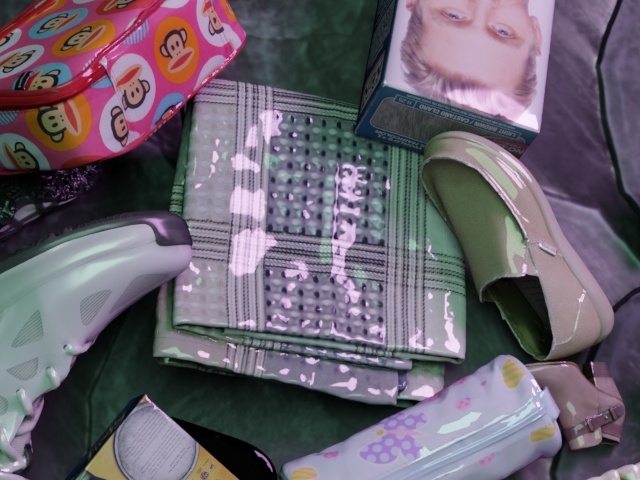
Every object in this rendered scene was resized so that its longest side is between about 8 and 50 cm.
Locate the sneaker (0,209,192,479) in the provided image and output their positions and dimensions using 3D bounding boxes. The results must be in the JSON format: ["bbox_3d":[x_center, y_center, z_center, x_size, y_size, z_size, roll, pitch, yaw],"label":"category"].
[{"bbox_3d":[-0.281,0.166,1.511,0.447,0.169,0.257,-29,81,3],"label":"sneaker"}]

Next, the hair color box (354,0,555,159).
[{"bbox_3d":[0.155,-0.255,1.707,0.174,0.105,0.347,16,61,-10],"label":"hair color box"}]

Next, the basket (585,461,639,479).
[{"bbox_3d":[0.272,0.377,1.367,0.266,0.331,0.328,-17,69,-8],"label":"basket"}]

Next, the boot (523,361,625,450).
[{"bbox_3d":[0.249,0.165,1.601,0.118,0.042,0.087,-1,76,-13],"label":"boot"}]

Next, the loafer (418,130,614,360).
[{"bbox_3d":[0.187,0.009,1.604,0.268,0.102,0.092,51,52,0],"label":"loafer"}]

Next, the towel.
[{"bbox_3d":[0.000,0.000,1.617,0.312,0.056,0.324,11,67,-16],"label":"towel"}]

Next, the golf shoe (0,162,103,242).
[{"bbox_3d":[-0.314,-0.047,1.647,0.198,0.094,0.077,-29,85,-41],"label":"golf shoe"}]

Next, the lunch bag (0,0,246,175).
[{"bbox_3d":[-0.246,-0.177,1.618,0.258,0.120,0.293,2,35,38],"label":"lunch bag"}]

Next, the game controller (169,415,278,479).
[{"bbox_3d":[-0.152,0.325,1.502,0.166,0.067,0.319,16,68,3],"label":"game controller"}]

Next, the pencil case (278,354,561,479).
[{"bbox_3d":[0.094,0.211,1.534,0.273,0.124,0.113,-25,76,-14],"label":"pencil case"}]

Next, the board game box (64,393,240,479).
[{"bbox_3d":[-0.179,0.284,1.446,0.165,0.042,0.243,44,64,-10],"label":"board game box"}]
